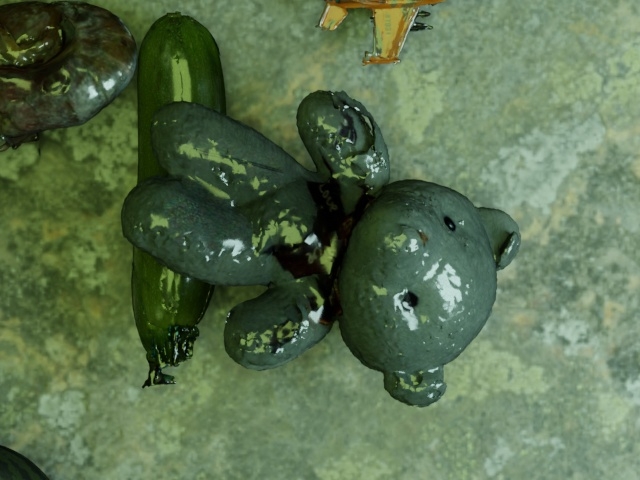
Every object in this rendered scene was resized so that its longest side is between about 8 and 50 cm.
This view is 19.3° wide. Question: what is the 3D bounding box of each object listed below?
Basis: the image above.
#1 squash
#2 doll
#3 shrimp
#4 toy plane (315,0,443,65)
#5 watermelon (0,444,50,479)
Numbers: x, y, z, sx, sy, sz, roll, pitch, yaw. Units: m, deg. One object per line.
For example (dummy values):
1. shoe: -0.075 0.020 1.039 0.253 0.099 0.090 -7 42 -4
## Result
1. squash: -0.124 -0.035 1.651 0.087 0.087 0.332 2 88 1
2. doll: 0.005 0.000 1.581 0.340 0.158 0.246 29 74 -17
3. shrimp: -0.326 -0.126 1.641 0.343 0.116 0.145 -13 67 4
4. toy plane: 0.088 -0.223 1.663 0.188 0.062 0.135 -2 91 -13
5. watermelon: -0.313 0.276 1.604 0.212 0.212 0.212 0 91 1
